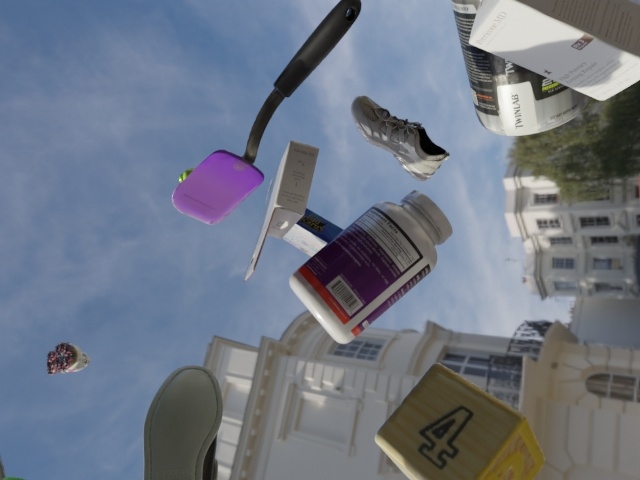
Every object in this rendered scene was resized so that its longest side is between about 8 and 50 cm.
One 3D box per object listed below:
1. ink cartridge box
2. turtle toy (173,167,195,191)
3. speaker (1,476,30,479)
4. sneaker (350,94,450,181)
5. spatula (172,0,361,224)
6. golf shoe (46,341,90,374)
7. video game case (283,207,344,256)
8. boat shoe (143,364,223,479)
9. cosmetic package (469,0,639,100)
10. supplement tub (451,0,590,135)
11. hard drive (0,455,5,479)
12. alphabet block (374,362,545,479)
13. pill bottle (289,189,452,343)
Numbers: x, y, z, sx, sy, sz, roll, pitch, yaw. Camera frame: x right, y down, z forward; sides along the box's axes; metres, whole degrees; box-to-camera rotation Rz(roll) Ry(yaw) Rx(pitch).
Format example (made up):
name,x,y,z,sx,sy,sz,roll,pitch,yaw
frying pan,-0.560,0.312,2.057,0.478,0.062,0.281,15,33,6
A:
name,x,y,z,sx,sy,sz,roll,pitch,yaw
ink cartridge box,-0.090,-0.038,1.083,0.066,0.296,0.261,16,-101,-10
turtle toy,-0.349,-0.149,1.410,0.130,0.066,0.095,76,-143,-58
speaker,-0.644,0.605,1.129,0.296,0.131,0.131,37,-120,-34
sneaker,0.201,-0.273,1.276,0.281,0.115,0.105,35,-129,-15
spatula,-0.053,-0.137,0.553,0.296,0.030,0.084,-53,-38,8
golf shoe,-0.586,0.276,1.218,0.086,0.186,0.067,3,-107,-38
video game case,0.000,0.000,1.424,0.061,0.269,0.244,-55,-15,-14
boat shoe,-0.204,0.325,0.742,0.302,0.114,0.091,-89,8,-50
cosmetic package,0.343,-0.295,0.728,0.231,0.117,0.085,20,-101,-4
supplement tub,0.349,-0.375,0.901,0.207,0.207,0.338,-56,-46,-37
hard drive,-0.539,0.307,0.766,0.094,0.022,0.135,-15,-88,-28
alphabet block,0.253,0.378,0.932,0.193,0.197,0.192,-47,-50,-14
pill bottle,0.107,0.046,1.049,0.323,0.181,0.181,-40,-55,-6
